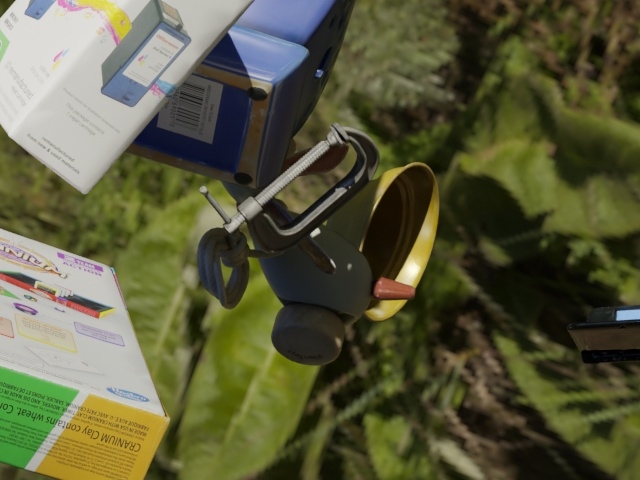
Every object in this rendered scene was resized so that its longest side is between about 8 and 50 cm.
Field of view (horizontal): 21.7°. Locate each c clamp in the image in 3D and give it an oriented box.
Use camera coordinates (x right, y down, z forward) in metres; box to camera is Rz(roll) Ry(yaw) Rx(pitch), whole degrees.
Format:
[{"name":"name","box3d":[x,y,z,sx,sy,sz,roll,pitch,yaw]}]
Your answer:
[{"name":"c clamp","box3d":[-0.017,-0.048,1.460,0.161,0.137,0.022,-37,53,-10]}]

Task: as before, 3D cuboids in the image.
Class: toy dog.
[{"name":"toy dog","box3d":[0.000,0.000,1.841,0.333,0.161,0.220,47,-139,-61]}]

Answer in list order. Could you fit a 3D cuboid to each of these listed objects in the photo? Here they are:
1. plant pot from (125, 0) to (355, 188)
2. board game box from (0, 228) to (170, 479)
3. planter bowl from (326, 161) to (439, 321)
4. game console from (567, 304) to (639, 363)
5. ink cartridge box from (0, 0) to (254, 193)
[{"name":"plant pot","box3d":[-0.102,-0.195,1.582,0.236,0.236,0.212,107,-179,-55]},{"name":"board game box","box3d":[-0.249,0.057,1.180,0.064,0.242,0.316,-66,18,11]},{"name":"planter bowl","box3d":[0.066,-0.008,2.192,0.217,0.090,0.217,-40,-41,-47]},{"name":"game console","box3d":[0.281,0.065,1.425,0.107,0.122,0.071,-67,-32,-53]},{"name":"ink cartridge box","box3d":[-0.171,-0.168,1.333,0.212,0.093,0.154,-47,38,4]}]
